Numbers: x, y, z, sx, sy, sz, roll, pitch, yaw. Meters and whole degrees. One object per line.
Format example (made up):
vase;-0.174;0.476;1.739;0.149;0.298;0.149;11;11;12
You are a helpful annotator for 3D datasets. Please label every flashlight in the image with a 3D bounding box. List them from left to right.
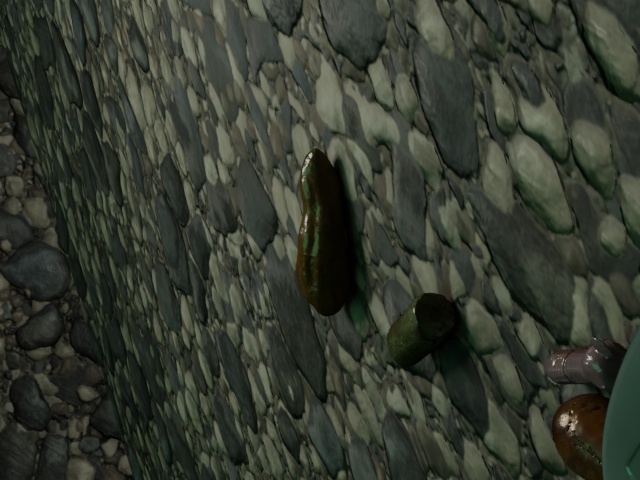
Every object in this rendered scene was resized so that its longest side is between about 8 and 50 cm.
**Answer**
flashlight;0.182;0.083;0.967;0.052;0.031;0.110;51;166;-6

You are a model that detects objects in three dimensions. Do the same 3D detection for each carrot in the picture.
carrot;0.210;0.149;0.912;0.161;0.055;0.055;34;136;52

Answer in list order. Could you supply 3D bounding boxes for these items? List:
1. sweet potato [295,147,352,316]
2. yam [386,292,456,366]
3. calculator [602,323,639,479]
sweet potato;0.001;0.000;1.369;0.053;0.054;0.182;32;132;50
yam;0.083;0.076;1.215;0.094;0.043;0.043;127;125;-66
calculator;0.233;0.096;0.762;0.185;0.041;0.299;61;148;33
